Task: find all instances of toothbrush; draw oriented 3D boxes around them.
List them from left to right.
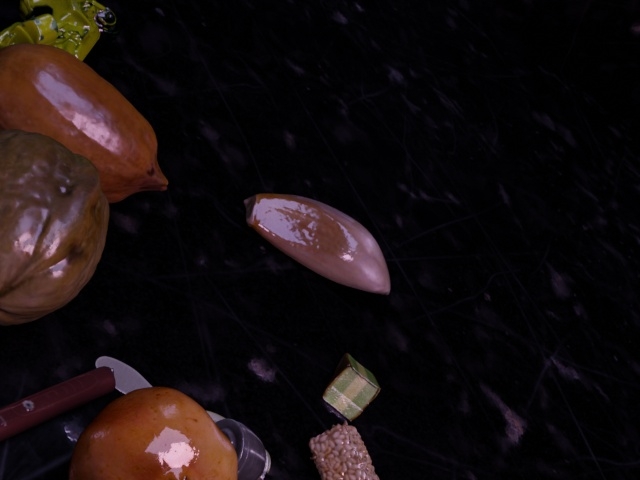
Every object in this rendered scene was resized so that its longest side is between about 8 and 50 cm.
[{"bbox_3d":[-0.397,0.228,1.312,0.041,0.041,0.364,52,35,13],"label":"toothbrush"}]

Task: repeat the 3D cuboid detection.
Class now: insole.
[{"bbox_3d":[-0.259,0.216,1.497,0.153,0.002,0.053,41,34,-4],"label":"insole"}]

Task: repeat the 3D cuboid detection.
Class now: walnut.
[{"bbox_3d":[-0.407,-0.014,1.398,0.283,0.283,0.227,-85,152,-49],"label":"walnut"},{"bbox_3d":[-0.382,-0.167,1.616,0.336,0.209,0.209,34,35,-15],"label":"walnut"}]

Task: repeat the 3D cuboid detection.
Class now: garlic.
[{"bbox_3d":[0.003,-0.005,1.935,0.318,0.112,0.143,23,40,-10],"label":"garlic"}]

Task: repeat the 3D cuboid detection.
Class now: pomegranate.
[{"bbox_3d":[-0.207,0.284,1.299,0.209,0.209,0.209,27,37,-23],"label":"pomegranate"}]

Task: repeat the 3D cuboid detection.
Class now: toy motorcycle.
[{"bbox_3d":[-0.468,-0.376,1.803,0.206,0.142,0.342,34,33,-12],"label":"toy motorcycle"}]

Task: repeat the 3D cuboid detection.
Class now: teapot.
[{"bbox_3d":[-0.117,0.296,1.484,0.091,0.092,0.124,37,37,-40],"label":"teapot"}]

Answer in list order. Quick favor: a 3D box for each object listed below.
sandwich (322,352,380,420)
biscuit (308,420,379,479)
[{"bbox_3d":[0.048,0.247,1.776,0.074,0.074,0.116,40,2,-4],"label":"sandwich"},{"bbox_3d":[0.045,0.363,1.587,0.070,0.082,0.168,37,24,-59],"label":"biscuit"}]
